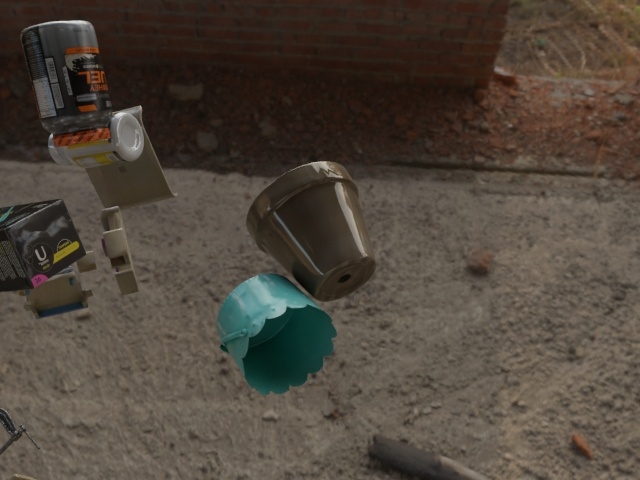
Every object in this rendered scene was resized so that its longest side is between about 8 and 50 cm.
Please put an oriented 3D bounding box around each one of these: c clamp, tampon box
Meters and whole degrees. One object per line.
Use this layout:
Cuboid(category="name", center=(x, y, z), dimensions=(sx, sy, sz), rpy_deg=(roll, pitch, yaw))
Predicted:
Cuboid(category="c clamp", center=(-0.691, 0.434, 1.441), dimensions=(0.160, 0.022, 0.137), rpy_deg=(-40, 75, 6))
Cuboid(category="tampon box", center=(-0.475, 0.010, 1.050), dimensions=(0.161, 0.102, 0.120), rpy_deg=(-5, 23, 28))

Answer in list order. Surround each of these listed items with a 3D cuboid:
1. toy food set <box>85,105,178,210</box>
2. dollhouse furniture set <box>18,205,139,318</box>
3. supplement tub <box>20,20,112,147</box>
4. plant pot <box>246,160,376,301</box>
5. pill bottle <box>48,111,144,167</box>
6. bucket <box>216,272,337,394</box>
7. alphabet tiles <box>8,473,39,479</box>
Cuboid(category="toy food set", center=(-0.583, -0.235, 2.034), dimensions=(0.219, 0.306, 0.092), rpy_deg=(-13, 33, 7))
Cuboid(category="dollhouse furniture set", center=(-0.648, 0.038, 1.735), dimensions=(0.303, 0.286, 0.198), rpy_deg=(-14, 67, -15))
Cuboid(category="supplement tub", center=(-0.411, -0.254, 1.111), dimensions=(0.117, 0.190, 0.117), rpy_deg=(-9, 12, 2))
Cuboid(category="plant pot", center=(0.000, 0.000, 1.811), dimensions=(0.323, 0.323, 0.280), rpy_deg=(-18, 59, -21))
Cuboid(category="pill bottle", center=(-0.474, -0.207, 1.424), dimensions=(0.184, 0.103, 0.103), rpy_deg=(-5, 39, 20))
Cuboid(category="bucket", center=(-0.119, 0.231, 1.715), dimensions=(0.281, 0.281, 0.183), rpy_deg=(-22, 40, -24))
Cuboid(category="alphabet tiles", center=(-0.572, 0.519, 1.080), dimensions=(0.011, 0.285, 0.342), rpy_deg=(37, 75, 24))
